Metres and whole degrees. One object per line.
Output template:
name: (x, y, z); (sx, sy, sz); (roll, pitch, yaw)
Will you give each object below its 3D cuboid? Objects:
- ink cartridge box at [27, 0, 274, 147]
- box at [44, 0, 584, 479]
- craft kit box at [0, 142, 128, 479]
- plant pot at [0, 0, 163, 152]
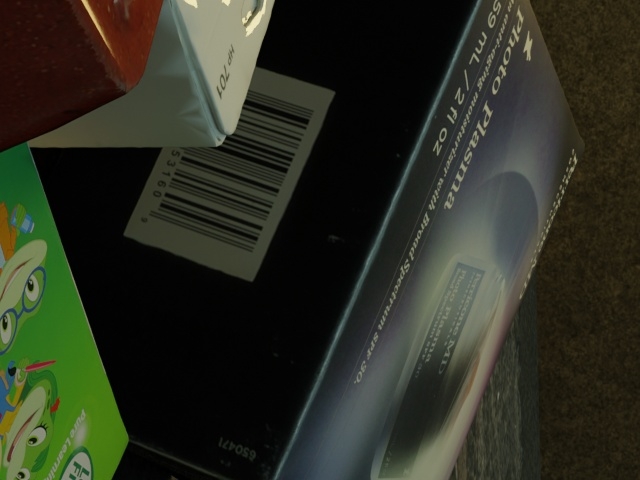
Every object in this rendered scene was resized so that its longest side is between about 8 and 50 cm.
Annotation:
ink cartridge box: (-0.119, -0.109, 0.655); (0.082, 0.190, 0.140); (72, 24, -46)
box: (0.000, 0.000, 0.943); (0.296, 0.182, 0.294); (-67, 159, -10)
craft kit box: (-0.154, 0.097, 0.568); (0.247, 0.061, 0.250); (85, 23, -53)
plant pot: (-0.163, -0.152, 0.432); (0.267, 0.235, 0.267); (66, 29, -54)
